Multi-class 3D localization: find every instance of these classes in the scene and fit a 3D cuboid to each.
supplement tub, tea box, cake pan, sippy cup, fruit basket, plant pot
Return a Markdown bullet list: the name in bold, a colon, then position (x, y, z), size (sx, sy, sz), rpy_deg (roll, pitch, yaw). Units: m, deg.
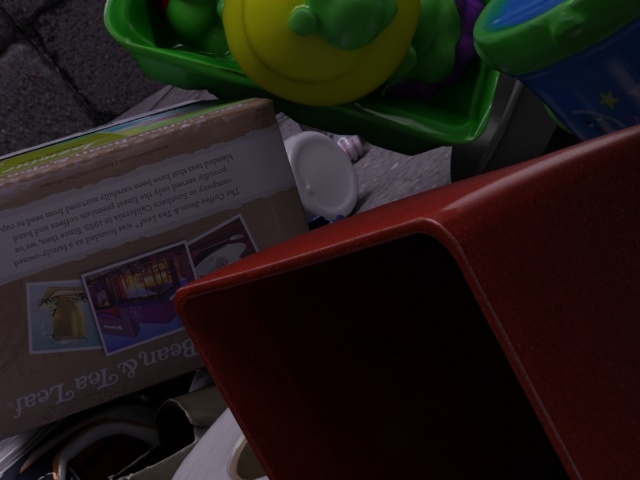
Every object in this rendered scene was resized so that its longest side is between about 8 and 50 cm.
- **supplement tub**: position (-0.056, -0.045, 2.021), size (0.190, 0.117, 0.117), rpy_deg (-25, 19, 44)
- **tea box**: position (-0.206, 0.012, 1.626), size (0.329, 0.220, 0.323), rpy_deg (-19, 11, -16)
- **cake pan**: position (0.197, -0.179, 1.648), size (0.293, 0.054, 0.293), rpy_deg (-163, 90, -84)
- **sippy cup**: position (0.264, -0.128, 1.220), size (0.240, 0.224, 0.305), rpy_deg (-34, 14, 15)
- **fruit basket**: position (0.000, -0.231, 1.565), size (0.392, 0.392, 0.283), rpy_deg (-17, 53, 57)
- **plant pot**: position (0.127, 0.070, 0.911), size (0.236, 0.267, 0.267), rpy_deg (-34, 9, -31)

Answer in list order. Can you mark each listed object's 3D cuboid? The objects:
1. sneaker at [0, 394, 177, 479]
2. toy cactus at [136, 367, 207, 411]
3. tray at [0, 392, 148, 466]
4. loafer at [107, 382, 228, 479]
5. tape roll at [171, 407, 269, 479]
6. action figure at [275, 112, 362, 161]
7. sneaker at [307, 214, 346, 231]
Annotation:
- **sneaker**: position (-0.256, 0.264, 1.522), size (0.321, 0.126, 0.127), rpy_deg (-51, 29, -16)
- **toy cactus**: position (-0.156, 0.121, 1.793), size (0.180, 0.112, 0.219), rpy_deg (-31, 8, 11)
- **tray**: position (-0.273, 0.242, 1.656), size (0.270, 0.030, 0.145), rpy_deg (-41, 57, -8)
- **loafer**: position (-0.091, 0.162, 1.496), size (0.094, 0.087, 0.251), rpy_deg (-21, 22, 52)
- **tape roll**: position (0.023, 0.151, 1.212), size (0.286, 0.100, 0.286), rpy_deg (-37, 13, 10)
- **action figure**: position (0.001, -0.255, 2.283), size (0.370, 0.275, 0.248), rpy_deg (-29, 15, -22)
- **sneaker**: position (0.000, 0.000, 1.853), size (0.052, 0.058, 0.135), rpy_deg (-48, 15, -33)
